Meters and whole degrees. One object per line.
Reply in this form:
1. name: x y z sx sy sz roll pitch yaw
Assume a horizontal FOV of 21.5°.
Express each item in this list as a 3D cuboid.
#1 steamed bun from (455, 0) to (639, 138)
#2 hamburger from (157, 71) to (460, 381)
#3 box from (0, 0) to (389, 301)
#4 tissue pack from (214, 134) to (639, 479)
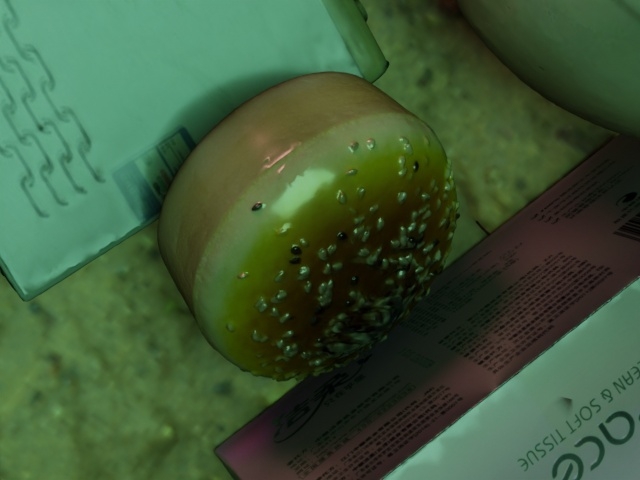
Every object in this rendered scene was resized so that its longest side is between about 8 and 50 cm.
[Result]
1. steamed bun: 0.143 -0.146 0.702 0.232 0.145 0.232 5 74 -19
2. hamburger: 0.000 0.000 0.689 0.126 0.141 0.081 -30 62 -19
3. box: -0.117 -0.134 0.674 0.211 0.045 0.270 -34 106 -11
4. tissue pack: 0.091 0.063 0.713 0.246 0.148 0.092 -38 107 -9
